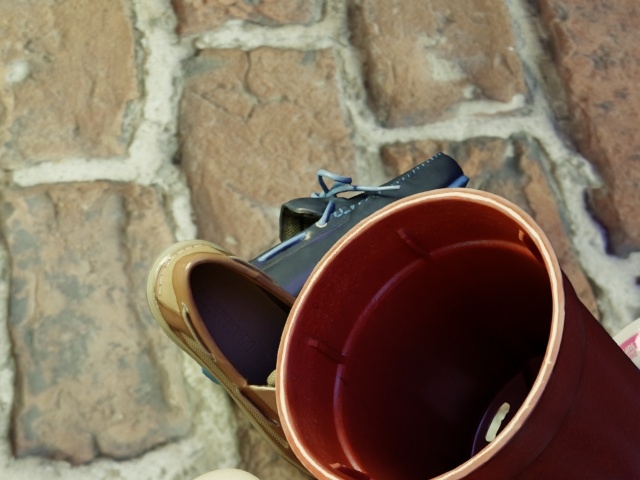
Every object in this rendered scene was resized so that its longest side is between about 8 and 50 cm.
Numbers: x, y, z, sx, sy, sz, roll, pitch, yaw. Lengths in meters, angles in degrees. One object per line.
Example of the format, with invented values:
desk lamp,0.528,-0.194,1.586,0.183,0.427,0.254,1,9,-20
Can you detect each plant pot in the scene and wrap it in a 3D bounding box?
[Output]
plant pot,0.148,0.134,1.571,0.272,0.265,0.272,-19,55,29

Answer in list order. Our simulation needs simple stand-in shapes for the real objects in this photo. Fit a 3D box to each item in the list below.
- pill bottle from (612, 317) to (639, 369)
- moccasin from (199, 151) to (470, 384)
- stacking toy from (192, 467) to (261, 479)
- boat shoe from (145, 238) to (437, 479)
pill bottle,0.363,0.208,1.656,0.160,0.160,0.283,-9,54,-10
moccasin,0.000,0.000,1.803,0.342,0.138,0.117,-35,74,-28
stacking toy,0.106,0.358,1.496,0.480,0.350,0.351,2,50,-26
boat shoe,-0.022,0.123,1.662,0.324,0.116,0.123,38,79,-9
